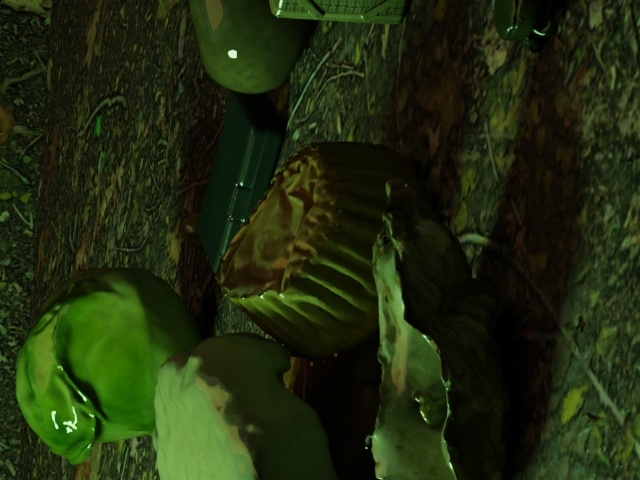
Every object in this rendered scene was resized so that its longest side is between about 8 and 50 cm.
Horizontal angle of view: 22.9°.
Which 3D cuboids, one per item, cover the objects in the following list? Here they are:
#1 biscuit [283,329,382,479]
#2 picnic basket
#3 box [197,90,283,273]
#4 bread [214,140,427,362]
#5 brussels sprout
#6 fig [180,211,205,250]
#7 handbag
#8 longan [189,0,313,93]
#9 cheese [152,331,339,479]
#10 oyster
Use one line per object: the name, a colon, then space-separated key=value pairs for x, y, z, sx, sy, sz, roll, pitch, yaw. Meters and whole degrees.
biscuit: x=0.002 y=0.176 z=1.744 sx=0.306 sy=0.043 sz=0.284 roll=-179 pitch=97 yaw=-71
picnic basket: x=0.019 y=-0.301 z=1.719 sx=0.115 sy=0.164 sz=0.079 roll=-102 pitch=18 yaw=-45
box: x=-0.113 y=-0.081 z=2.167 sx=0.160 sy=0.050 sz=0.230 roll=-118 pitch=41 yaw=-60
bread: x=0.004 y=-0.001 z=1.617 sx=0.240 sy=0.139 sz=0.240 roll=-37 pitch=37 yaw=34
brussels sprout: x=-0.302 y=0.178 z=2.280 sx=0.227 sy=0.259 sz=0.294 roll=-162 pitch=79 yaw=-70
fig: x=-0.174 y=-0.008 z=2.320 sx=0.083 sy=0.050 sz=0.050 roll=49 pitch=129 yaw=52
handbag: x=0.182 y=-0.228 z=1.395 sx=0.072 sy=0.047 sz=0.111 roll=133 pitch=141 yaw=-67
longan: x=-0.088 y=-0.282 z=2.019 sx=0.167 sy=0.167 sz=0.187 roll=-130 pitch=50 yaw=-65
cheese: x=-0.068 y=0.255 z=1.635 sx=0.326 sy=0.115 sz=0.318 roll=48 pitch=145 yaw=36
oyster: x=0.106 y=0.114 z=1.385 sx=0.166 sy=0.110 sz=0.341 roll=121 pitch=148 yaw=-59
